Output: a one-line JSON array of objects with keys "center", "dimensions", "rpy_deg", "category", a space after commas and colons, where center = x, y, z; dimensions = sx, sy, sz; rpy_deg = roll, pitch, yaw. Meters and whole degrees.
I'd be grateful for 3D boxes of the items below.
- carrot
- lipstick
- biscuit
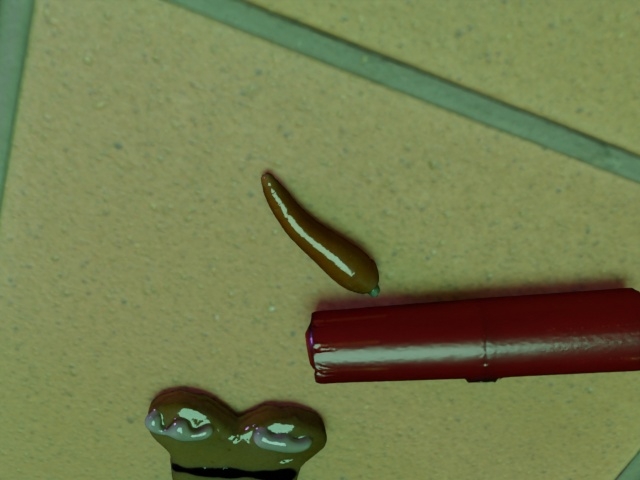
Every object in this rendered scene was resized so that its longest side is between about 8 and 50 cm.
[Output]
[{"center": [0.000, 0.000, 0.572], "dimensions": [0.142, 0.035, 0.035], "rpy_deg": [42, 112, -16], "category": "carrot"}, {"center": [0.129, 0.083, 0.597], "dimensions": [0.280, 0.073, 0.073], "rpy_deg": [-4, 120, 3], "category": "lipstick"}, {"center": [-0.088, 0.283, 0.730], "dimensions": [0.197, 0.049, 0.301], "rpy_deg": [8, 121, -1], "category": "biscuit"}]
